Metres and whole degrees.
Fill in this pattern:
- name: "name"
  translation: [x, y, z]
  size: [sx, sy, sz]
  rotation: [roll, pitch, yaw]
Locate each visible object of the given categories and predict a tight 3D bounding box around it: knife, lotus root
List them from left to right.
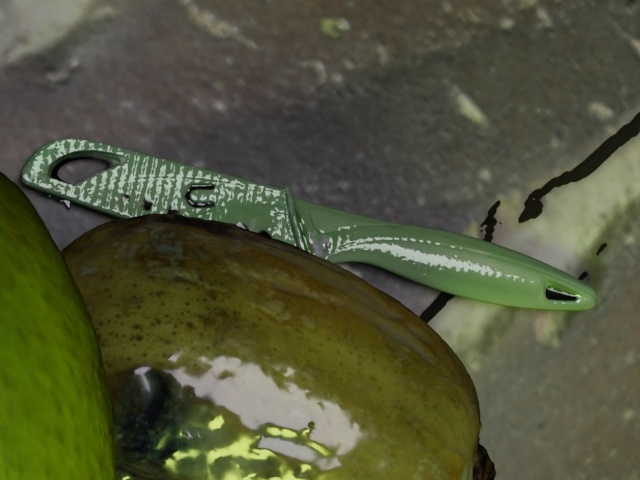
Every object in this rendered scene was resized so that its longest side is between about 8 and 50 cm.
- name: "lotus root"
  translation: [-0.061, 0.064, 0.705]
  size: [0.278, 0.154, 0.154]
  rotation: [24, 71, -2]
- name: "knife"
  translation: [0.001, 0.000, 0.804]
  size: [0.293, 0.020, 0.043]
  rotation: [15, 75, -14]

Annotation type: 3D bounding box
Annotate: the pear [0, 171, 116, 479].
- name: "pear"
  translation: [-0.210, 0.100, 0.568]
  size: [0.342, 0.238, 0.318]
  rotation: [31, 84, 3]
